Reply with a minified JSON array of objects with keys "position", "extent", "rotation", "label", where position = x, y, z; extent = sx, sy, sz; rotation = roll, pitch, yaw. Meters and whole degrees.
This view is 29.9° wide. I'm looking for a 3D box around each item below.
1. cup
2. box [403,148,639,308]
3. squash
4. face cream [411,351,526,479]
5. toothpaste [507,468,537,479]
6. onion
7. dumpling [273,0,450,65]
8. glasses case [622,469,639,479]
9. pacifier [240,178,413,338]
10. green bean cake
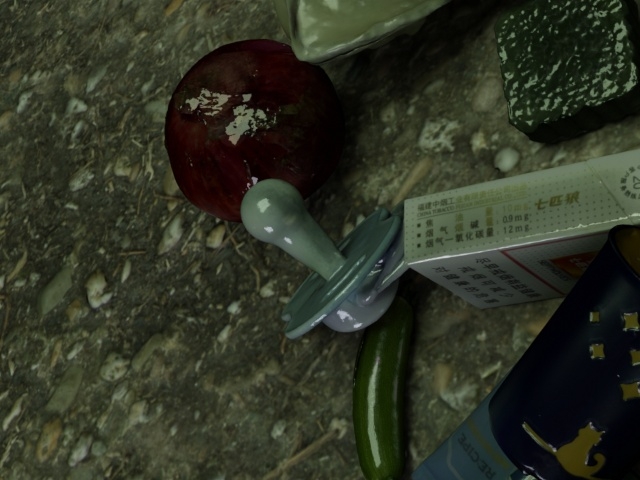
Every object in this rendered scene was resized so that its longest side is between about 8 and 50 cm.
[{"position":[0.335,0.161,1.248],"extent":[0.255,0.178,0.256],"rotation":[42,117,23],"label":"cup"},{"position":[0.293,-0.007,1.431],"extent":[0.330,0.210,0.095],"rotation":[-10,67,32],"label":"box"},{"position":[0.082,0.199,1.582],"extent":[0.080,0.071,0.318],"rotation":[-24,54,49],"label":"squash"},{"position":[0.255,0.199,1.445],"extent":[0.385,0.086,0.135],"rotation":[-55,51,20],"label":"face cream"},{"position":[0.284,0.247,1.394],"extent":[0.197,0.035,0.057],"rotation":[-41,68,12],"label":"toothpaste"},{"position":[-0.102,-0.163,1.744],"extent":[0.276,0.276,0.276],"rotation":[-14,64,30],"label":"onion"},{"position":[0.080,-0.388,1.716],"extent":[0.316,0.233,0.395],"rotation":[-10,34,17],"label":"dumpling"},{"position":[0.342,0.301,1.379],"extent":[0.078,0.039,0.184],"rotation":[-52,51,5],"label":"glasses case"},{"position":[0.000,0.000,1.587],"extent":[0.244,0.233,0.299],"rotation":[-51,8,1],"label":"pacifier"},{"position":[0.332,-0.233,1.571],"extent":[0.183,0.094,0.185],"rotation":[-17,63,28],"label":"green bean cake"}]
